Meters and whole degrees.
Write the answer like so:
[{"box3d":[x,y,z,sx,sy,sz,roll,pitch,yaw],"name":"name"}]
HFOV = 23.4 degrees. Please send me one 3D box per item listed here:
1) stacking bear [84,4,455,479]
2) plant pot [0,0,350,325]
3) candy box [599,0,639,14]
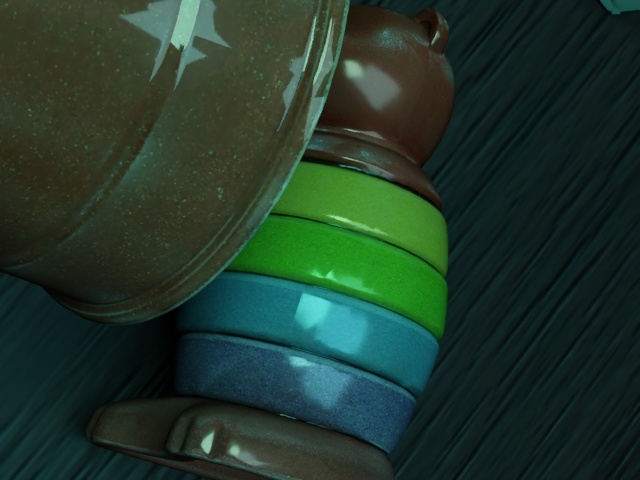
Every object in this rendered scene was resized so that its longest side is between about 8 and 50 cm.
[{"box3d":[0.000,0.000,0.891,0.164,0.175,0.289,22,76,-28],"name":"stacking bear"},{"box3d":[-0.174,-0.121,0.672,0.265,0.272,0.272,17,86,-39],"name":"plant pot"},{"box3d":[0.225,-0.281,1.042,0.165,0.070,0.196,46,72,-25],"name":"candy box"}]
